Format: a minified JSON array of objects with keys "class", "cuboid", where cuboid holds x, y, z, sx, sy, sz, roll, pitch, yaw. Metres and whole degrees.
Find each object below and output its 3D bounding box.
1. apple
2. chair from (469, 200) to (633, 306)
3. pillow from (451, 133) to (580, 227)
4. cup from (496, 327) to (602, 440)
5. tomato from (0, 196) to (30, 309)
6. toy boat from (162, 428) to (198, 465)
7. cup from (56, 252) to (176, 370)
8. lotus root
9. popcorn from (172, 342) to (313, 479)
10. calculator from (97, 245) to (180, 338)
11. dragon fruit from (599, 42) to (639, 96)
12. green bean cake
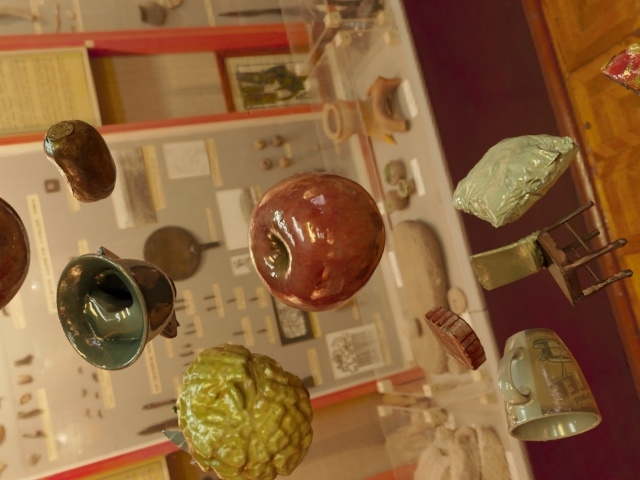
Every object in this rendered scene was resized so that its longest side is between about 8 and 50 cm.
[{"class":"apple","cuboid":[0.000,0.000,1.341,0.345,0.270,0.344,23,120,48]},{"class":"chair","cuboid":[0.548,0.061,1.440,0.160,0.319,0.186,52,-166,-43]},{"class":"pillow","cuboid":[0.492,-0.161,1.583,0.138,0.283,0.310,43,179,-16]},{"class":"cup","cuboid":[0.553,0.363,1.566,0.227,0.301,0.256,-38,44,36]},{"class":"tomato","cuboid":[-0.726,0.033,1.146,0.282,0.317,0.316,44,144,22]},{"class":"toy boat","cuboid":[-0.302,0.463,1.375,0.096,0.122,0.034,-44,20,15]},{"class":"cup","cuboid":[-0.326,0.104,1.031,0.199,0.150,0.198,6,103,25]},{"class":"lotus root","cuboid":[-0.650,-0.217,1.643,0.274,0.152,0.160,80,169,-62]},{"class":"popcorn","cuboid":[-0.131,0.287,1.023,0.251,0.237,0.205,-176,103,-76]},{"class":"calculator","cuboid":[-0.428,0.132,1.418,0.268,0.040,0.177,44,-169,-32]},{"class":"dragon fruit","cuboid":[0.437,-0.233,0.820,0.083,0.060,0.056,35,112,4]},{"class":"green bean cake","cuboid":[0.311,0.221,1.378,0.135,0.056,0.136,54,169,-27]}]
